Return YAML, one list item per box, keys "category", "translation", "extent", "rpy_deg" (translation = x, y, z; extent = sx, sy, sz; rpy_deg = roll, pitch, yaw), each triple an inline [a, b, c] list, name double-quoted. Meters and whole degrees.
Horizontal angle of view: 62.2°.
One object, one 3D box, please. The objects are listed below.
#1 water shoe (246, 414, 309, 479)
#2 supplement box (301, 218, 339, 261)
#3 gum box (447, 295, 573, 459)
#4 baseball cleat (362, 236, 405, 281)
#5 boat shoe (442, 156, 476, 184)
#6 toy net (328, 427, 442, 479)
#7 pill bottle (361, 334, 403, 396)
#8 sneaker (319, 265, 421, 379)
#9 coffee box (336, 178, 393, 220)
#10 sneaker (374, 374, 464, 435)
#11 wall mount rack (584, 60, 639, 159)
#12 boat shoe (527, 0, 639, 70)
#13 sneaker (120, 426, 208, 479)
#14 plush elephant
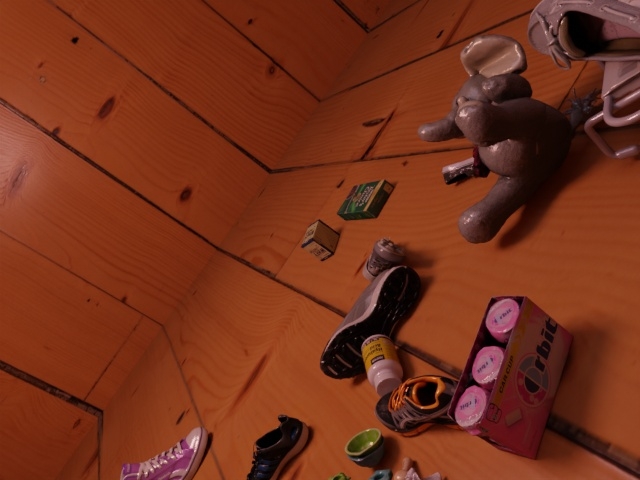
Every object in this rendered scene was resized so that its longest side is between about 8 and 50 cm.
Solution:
- category: "water shoe"
  translation: [-0.111, 0.440, 1.092]
  extent: [0.203, 0.080, 0.073]
  rpy_deg: [-51, 20, 4]
- category: "supplement box"
  translation: [0.000, 0.000, 1.557]
  extent: [0.056, 0.083, 0.083]
  rpy_deg: [-33, 29, 45]
- category: "gum box"
  translation: [0.250, 0.180, 0.698]
  extent: [0.062, 0.107, 0.188]
  rpy_deg: [-14, 44, 60]
- category: "baseball cleat"
  translation: [0.138, 0.049, 1.170]
  extent: [0.109, 0.072, 0.206]
  rpy_deg: [-60, -8, 6]
- category: "boat shoe"
  translation: [0.331, -0.156, 1.164]
  extent: [0.142, 0.049, 0.040]
  rpy_deg: [-14, 79, 49]
- category: "toy net"
  translation: [0.090, 0.350, 0.790]
  extent: [0.122, 0.045, 0.232]
  rpy_deg: [-27, 5, -25]
- category: "pill bottle"
  translation: [0.115, 0.230, 0.969]
  extent: [0.065, 0.065, 0.116]
  rpy_deg: [-47, 22, 16]
- category: "sneaker"
  translation: [0.098, 0.168, 1.083]
  extent: [0.271, 0.100, 0.108]
  rpy_deg: [-50, 10, -9]
- category: "coffee box"
  translation: [0.126, -0.115, 1.532]
  extent: [0.113, 0.040, 0.184]
  rpy_deg: [-58, 21, -13]
- category: "sneaker"
  translation: [0.153, 0.249, 0.831]
  extent: [0.215, 0.083, 0.084]
  rpy_deg: [-31, 31, 48]
- category: "wall mount rack"
  translation: [0.547, -0.272, 0.762]
  extent: [0.304, 0.130, 0.350]
  rpy_deg: [-32, 25, 52]
- category: "boat shoe"
  translation: [0.404, -0.311, 0.778]
  extent: [0.103, 0.118, 0.320]
  rpy_deg: [-43, 26, 0]
- category: "sneaker"
  translation: [-0.428, 0.600, 1.404]
  extent: [0.282, 0.161, 0.102]
  rpy_deg: [-55, 19, -10]
- category: "plush elephant"
  translation: [0.310, -0.214, 0.979]
  extent: [0.330, 0.271, 0.255]
  rpy_deg: [-33, 41, -14]
